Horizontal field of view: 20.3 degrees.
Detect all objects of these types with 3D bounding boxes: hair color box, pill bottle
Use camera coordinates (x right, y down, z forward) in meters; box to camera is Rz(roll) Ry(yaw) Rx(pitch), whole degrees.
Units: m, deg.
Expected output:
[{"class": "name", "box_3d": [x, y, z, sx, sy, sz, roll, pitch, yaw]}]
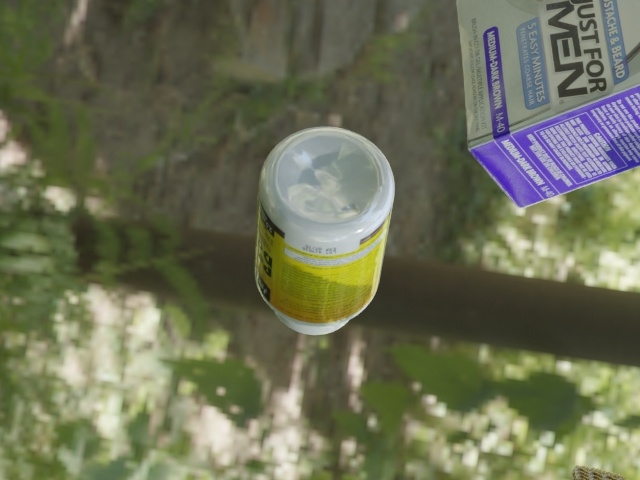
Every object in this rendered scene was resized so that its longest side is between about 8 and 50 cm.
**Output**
[{"class": "hair color box", "box_3d": [0.281, -0.174, 1.431, 0.110, 0.339, 0.185, 45, 34, -45]}, {"class": "pill bottle", "box_3d": [0.000, 0.000, 1.597, 0.215, 0.117, 0.117, 96, 11, -59]}]

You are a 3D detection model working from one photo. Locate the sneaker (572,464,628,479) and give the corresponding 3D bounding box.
[{"class": "sneaker", "box_3d": [0.225, 0.256, 1.442, 0.185, 0.069, 0.084, -66, 169, -70]}]
